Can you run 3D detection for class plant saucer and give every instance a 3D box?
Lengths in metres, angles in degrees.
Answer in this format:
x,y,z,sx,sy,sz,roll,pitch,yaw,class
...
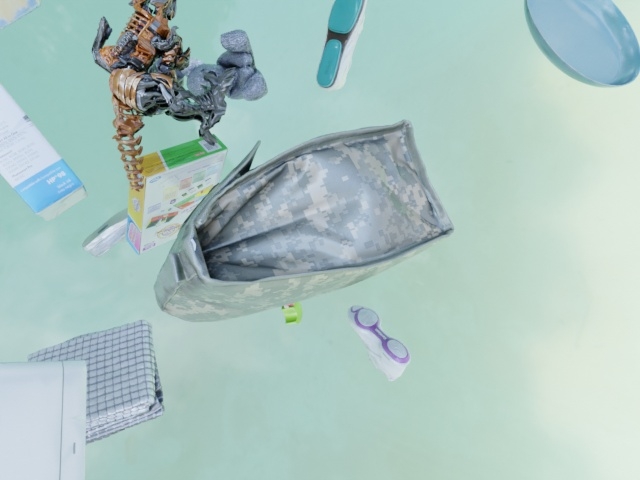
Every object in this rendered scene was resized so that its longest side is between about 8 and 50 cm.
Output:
x,y,z,sx,sy,sz,roll,pitch,yaw,class
0.569,-0.461,1.028,0.318,0.044,0.317,8,67,-18,plant saucer

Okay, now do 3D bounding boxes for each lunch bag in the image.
x,y,z,sx,sy,sz,roll,pitch,yaw,class
-0.047,-0.007,0.531,0.287,0.235,0.169,-19,84,-30,lunch bag

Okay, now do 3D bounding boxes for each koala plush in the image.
x,y,z,sx,sy,sz,roll,pitch,yaw,class
-0.289,-0.473,1.368,0.221,0.203,0.196,-23,102,-4,koala plush

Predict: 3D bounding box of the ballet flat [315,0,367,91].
x,y,z,sx,sy,sz,roll,pitch,yaw,class
0.089,-0.756,1.746,0.139,0.139,0.400,15,107,-9,ballet flat

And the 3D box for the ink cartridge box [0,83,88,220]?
x,y,z,sx,sy,sz,roll,pitch,yaw,class
-0.352,-0.114,0.532,0.060,0.104,0.180,-40,104,-19,ink cartridge box

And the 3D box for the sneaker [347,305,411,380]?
x,y,z,sx,sy,sz,roll,pitch,yaw,class
0.179,0.354,1.617,0.114,0.305,0.152,-12,132,-29,sneaker

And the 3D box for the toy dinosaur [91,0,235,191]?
x,y,z,sx,sy,sz,roll,pitch,yaw,class
-0.266,-0.252,0.776,0.218,0.164,0.322,12,117,-18,toy dinosaur

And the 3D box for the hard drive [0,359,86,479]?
x,y,z,sx,sy,sz,roll,pitch,yaw,class
-0.443,0.255,0.510,0.353,0.047,0.233,15,61,-50,hard drive

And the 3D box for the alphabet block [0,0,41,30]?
x,y,z,sx,sy,sz,roll,pitch,yaw,class
-0.606,-0.447,0.736,0.192,0.197,0.193,-36,56,-8,alphabet block

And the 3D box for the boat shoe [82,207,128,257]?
x,y,z,sx,sy,sz,roll,pitch,yaw,class
-0.675,-0.028,1.552,0.227,0.079,0.081,-37,129,-4,boat shoe

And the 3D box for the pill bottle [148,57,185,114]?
x,y,z,sx,sy,sz,roll,pitch,yaw,class
-0.504,-0.493,1.468,0.123,0.219,0.122,11,71,-33,pill bottle

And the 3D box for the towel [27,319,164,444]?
x,y,z,sx,sy,sz,roll,pitch,yaw,class
-0.504,0.327,1.060,0.284,0.121,0.235,-18,49,-10,towel

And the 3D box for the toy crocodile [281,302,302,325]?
x,y,z,sx,sy,sz,roll,pitch,yaw,class
-0.114,0.117,1.463,0.115,0.105,0.340,-1,122,6,toy crocodile

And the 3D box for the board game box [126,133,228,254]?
x,y,z,sx,sy,sz,roll,pitch,yaw,class
-0.389,-0.118,1.249,0.242,0.316,0.064,-30,70,-39,board game box
